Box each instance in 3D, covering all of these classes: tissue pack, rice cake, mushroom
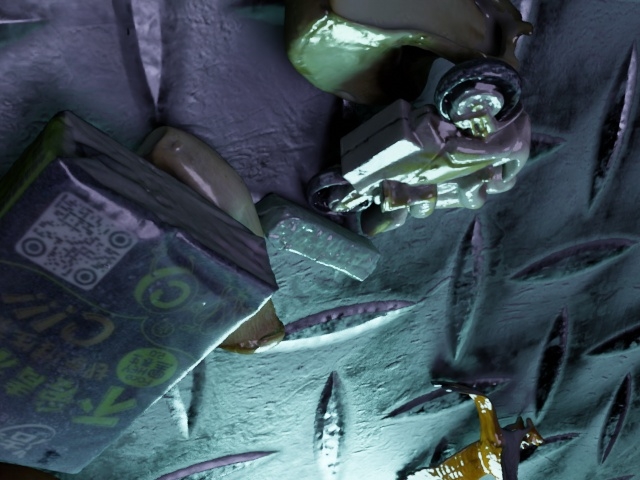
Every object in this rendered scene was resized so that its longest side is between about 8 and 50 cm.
[{"bbox_3d":[-0.283,0.087,0.776,0.288,0.124,0.394,34,112,-34],"label":"tissue pack"},{"bbox_3d":[-0.001,0.000,0.968,0.206,0.069,0.063,25,104,-35],"label":"rice cake"},{"bbox_3d":[0.086,-0.289,0.817,0.292,0.212,0.217,3,74,-21],"label":"mushroom"},{"bbox_3d":[-0.130,0.010,0.891,0.122,0.095,0.351,-16,124,1],"label":"mushroom"}]

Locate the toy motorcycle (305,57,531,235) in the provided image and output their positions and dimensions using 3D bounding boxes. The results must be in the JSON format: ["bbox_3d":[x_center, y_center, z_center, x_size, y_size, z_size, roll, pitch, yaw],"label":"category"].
[{"bbox_3d":[0.143,-0.098,0.882,0.223,0.108,0.340,20,145,-35],"label":"toy motorcycle"}]

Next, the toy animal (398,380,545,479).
[{"bbox_3d":[0.321,0.383,1.364,0.302,0.225,0.284,-7,100,-40],"label":"toy animal"}]

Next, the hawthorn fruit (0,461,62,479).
[{"bbox_3d":[-0.442,0.388,0.853,0.276,0.276,0.307,-39,115,-3],"label":"hawthorn fruit"}]
